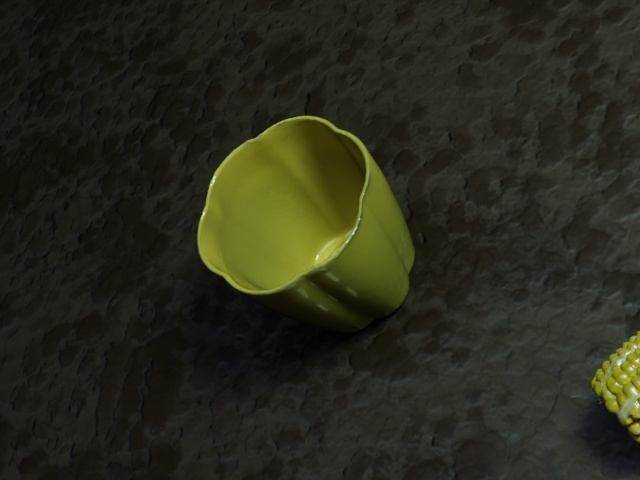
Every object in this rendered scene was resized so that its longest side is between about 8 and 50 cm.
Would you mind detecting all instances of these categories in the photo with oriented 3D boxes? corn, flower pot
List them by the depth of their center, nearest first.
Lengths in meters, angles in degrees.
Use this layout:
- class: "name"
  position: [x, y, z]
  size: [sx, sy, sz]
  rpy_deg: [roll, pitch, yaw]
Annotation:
- class: "corn"
  position: [0.341, 0.076, 0.924]
  size: [0.244, 0.093, 0.093]
  rpy_deg: [-40, 50, 7]
- class: "flower pot"
  position: [0.000, 0.000, 1.129]
  size: [0.195, 0.179, 0.195]
  rpy_deg: [-14, 58, 24]
